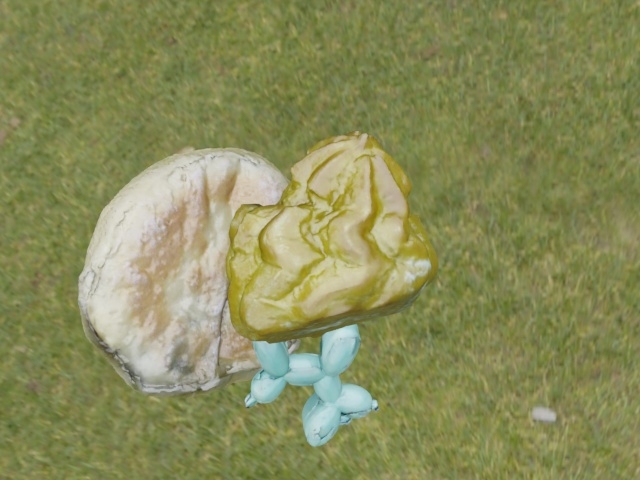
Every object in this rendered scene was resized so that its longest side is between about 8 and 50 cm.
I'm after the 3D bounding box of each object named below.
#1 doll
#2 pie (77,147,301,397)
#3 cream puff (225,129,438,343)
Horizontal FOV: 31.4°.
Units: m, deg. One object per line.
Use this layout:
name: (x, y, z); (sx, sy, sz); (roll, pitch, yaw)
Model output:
doll: (-0.006, 0.160, 1.296); (0.159, 0.159, 0.059); (4, 28, -12)
pie: (-0.152, 0.040, 1.425); (0.337, 0.337, 0.075); (-55, 26, -11)
cream puff: (0.000, 0.000, 0.723); (0.146, 0.146, 0.116); (-14, 84, 6)
